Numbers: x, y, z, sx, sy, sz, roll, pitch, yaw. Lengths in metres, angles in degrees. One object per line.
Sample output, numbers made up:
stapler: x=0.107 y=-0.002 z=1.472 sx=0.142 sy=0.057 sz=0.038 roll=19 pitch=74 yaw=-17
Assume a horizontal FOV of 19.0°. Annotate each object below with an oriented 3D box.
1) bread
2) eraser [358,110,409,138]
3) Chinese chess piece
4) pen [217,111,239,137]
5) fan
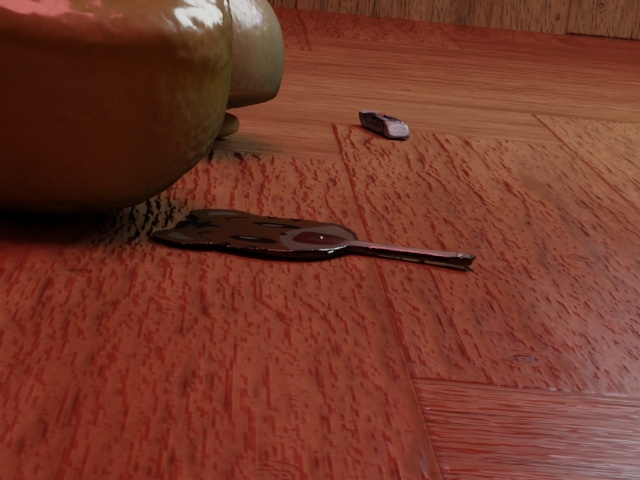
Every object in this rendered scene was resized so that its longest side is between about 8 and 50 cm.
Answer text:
bread: x=-0.224 y=-0.136 z=1.402 sx=0.321 sy=0.237 sz=0.320 roll=5 pitch=30 yaw=-3
eraser: x=0.066 y=-0.122 z=1.996 sx=0.027 sy=0.019 sz=0.099 roll=2 pitch=11 yaw=-18
Chinese chess piece: x=-0.159 y=-0.171 z=1.788 sx=0.250 sy=0.101 sz=0.250 roll=-6 pitch=1 yaw=0
pen: x=-0.156 y=-0.105 z=1.761 sx=0.040 sy=0.032 sz=0.233 roll=-3 pitch=2 yaw=43
fan: x=0.000 y=0.000 z=1.379 sx=0.227 sy=0.008 sz=0.152 roll=7 pitch=10 yaw=12
